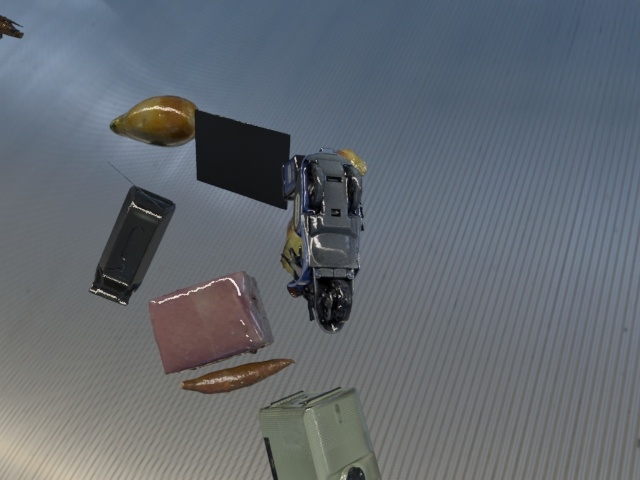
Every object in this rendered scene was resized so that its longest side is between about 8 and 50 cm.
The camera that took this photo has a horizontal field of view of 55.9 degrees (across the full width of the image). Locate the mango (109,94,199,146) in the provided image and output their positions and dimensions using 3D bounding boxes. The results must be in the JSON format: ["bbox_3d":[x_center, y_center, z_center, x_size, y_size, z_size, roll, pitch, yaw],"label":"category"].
[{"bbox_3d":[-0.485,-0.343,1.782,0.316,0.193,0.146,-3,87,29],"label":"mango"}]

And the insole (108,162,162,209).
[{"bbox_3d":[-0.344,-0.101,1.123,0.002,0.135,0.045,-49,39,-8],"label":"insole"}]

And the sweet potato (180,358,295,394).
[{"bbox_3d":[-0.219,0.374,1.640,0.315,0.066,0.072,-8,67,-15],"label":"sweet potato"}]

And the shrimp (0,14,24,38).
[{"bbox_3d":[-0.884,-0.526,1.500,0.152,0.287,0.063,-48,68,20],"label":"shrimp"}]

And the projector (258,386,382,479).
[{"bbox_3d":[0.001,0.419,1.182,0.177,0.163,0.242,-20,82,49],"label":"projector"}]

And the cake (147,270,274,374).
[{"bbox_3d":[-0.306,0.235,1.714,0.309,0.237,0.230,-16,77,3],"label":"cake"}]

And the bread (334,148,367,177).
[{"bbox_3d":[0.066,-0.229,1.954,0.140,0.106,0.236,-44,13,0],"label":"bread"}]

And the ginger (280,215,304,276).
[{"bbox_3d":[-0.054,0.005,1.660,0.193,0.115,0.122,-62,30,26],"label":"ginger"}]

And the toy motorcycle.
[{"bbox_3d":[0.000,0.000,1.147,0.125,0.213,0.358,4,76,-23],"label":"toy motorcycle"}]

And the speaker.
[{"bbox_3d":[-0.674,0.016,2.168,0.388,0.180,0.184,-65,15,6],"label":"speaker"}]

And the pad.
[{"bbox_3d":[-0.203,-0.207,1.534,0.300,0.202,0.005,19,31,26],"label":"pad"}]
